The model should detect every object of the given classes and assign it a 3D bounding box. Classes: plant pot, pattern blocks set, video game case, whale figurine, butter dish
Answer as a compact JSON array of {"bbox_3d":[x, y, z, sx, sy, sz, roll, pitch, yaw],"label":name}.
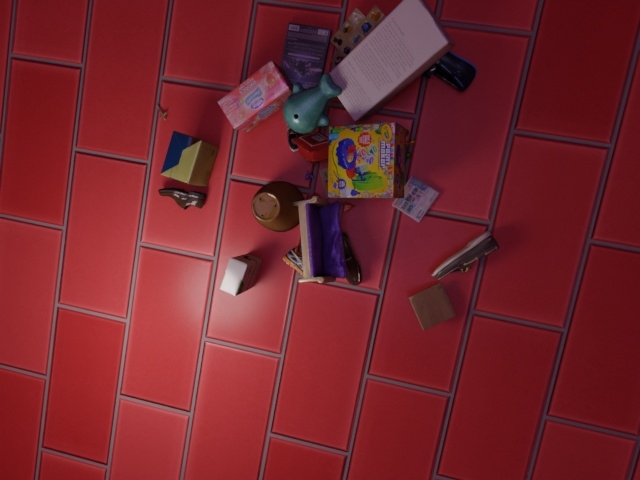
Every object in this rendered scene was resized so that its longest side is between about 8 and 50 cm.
[{"bbox_3d":[-0.202,-0.145,1.760,0.238,0.254,0.236,1,95,7],"label":"plant pot"},{"bbox_3d":[0.092,-0.269,1.823,0.326,0.026,0.284,0,95,8],"label":"pattern blocks set"},{"bbox_3d":[-0.073,-0.810,1.803,0.196,0.026,0.273,13,97,7],"label":"video game case"},{"bbox_3d":[0.419,-0.183,1.790,0.143,0.019,0.157,34,99,4],"label":"video game case"},{"bbox_3d":[-0.042,-0.559,1.673,0.272,0.141,0.216,-33,101,34],"label":"whale figurine"},{"bbox_3d":[-0.026,-0.391,1.776,0.160,0.160,0.118,42,143,38],"label":"butter dish"}]

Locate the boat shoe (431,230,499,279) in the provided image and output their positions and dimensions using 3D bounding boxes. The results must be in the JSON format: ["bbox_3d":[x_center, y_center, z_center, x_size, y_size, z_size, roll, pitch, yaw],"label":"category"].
[{"bbox_3d":[0.620,0.082,1.739,0.305,0.109,0.091,-37,84,5],"label":"boat shoe"}]

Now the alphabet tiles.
[{"bbox_3d":[0.208,-0.790,1.716,0.342,0.011,0.285,49,123,2],"label":"alphabet tiles"}]

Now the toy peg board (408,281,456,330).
[{"bbox_3d":[0.484,0.287,1.801,0.161,0.079,0.161,-24,92,-7],"label":"toy peg board"}]

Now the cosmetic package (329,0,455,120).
[{"bbox_3d":[0.268,-0.708,1.614,0.454,0.161,0.229,-34,91,33],"label":"cosmetic package"}]

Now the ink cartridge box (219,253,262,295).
[{"bbox_3d":[-0.353,0.149,1.828,0.087,0.208,0.152,21,96,9],"label":"ink cartridge box"}]

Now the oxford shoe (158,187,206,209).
[{"bbox_3d":[-0.658,-0.195,1.906,0.228,0.083,0.096,13,101,8],"label":"oxford shoe"}]

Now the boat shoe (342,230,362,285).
[{"bbox_3d":[0.115,0.086,1.814,0.095,0.095,0.257,-22,92,9],"label":"boat shoe"}]

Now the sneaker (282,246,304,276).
[{"bbox_3d":[-0.068,0.114,1.851,0.215,0.084,0.083,36,93,4],"label":"sneaker"}]

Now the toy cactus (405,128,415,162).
[{"bbox_3d":[0.303,-0.385,1.757,0.181,0.112,0.218,20,106,15],"label":"toy cactus"}]

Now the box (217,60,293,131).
[{"bbox_3d":[-0.269,-0.619,1.767,0.300,0.154,0.142,-31,90,14],"label":"box"}]

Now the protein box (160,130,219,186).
[{"bbox_3d":[-0.580,-0.360,1.819,0.136,0.201,0.199,20,97,6],"label":"protein box"}]

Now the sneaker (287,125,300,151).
[{"bbox_3d":[-0.117,-0.490,1.808,0.072,0.077,0.178,-9,93,7],"label":"sneaker"}]

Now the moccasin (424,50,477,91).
[{"bbox_3d":[0.474,-0.729,1.678,0.342,0.138,0.116,26,96,6],"label":"moccasin"}]

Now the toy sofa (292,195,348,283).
[{"bbox_3d":[0.000,0.000,1.725,0.177,0.150,0.361,-7,84,23],"label":"toy sofa"}]

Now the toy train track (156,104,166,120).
[{"bbox_3d":[-0.750,-0.603,1.919,0.048,0.014,0.083,-32,84,16],"label":"toy train track"}]

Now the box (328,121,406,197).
[{"bbox_3d":[0.193,-0.318,1.665,0.280,0.177,0.289,3,96,25],"label":"box"}]
